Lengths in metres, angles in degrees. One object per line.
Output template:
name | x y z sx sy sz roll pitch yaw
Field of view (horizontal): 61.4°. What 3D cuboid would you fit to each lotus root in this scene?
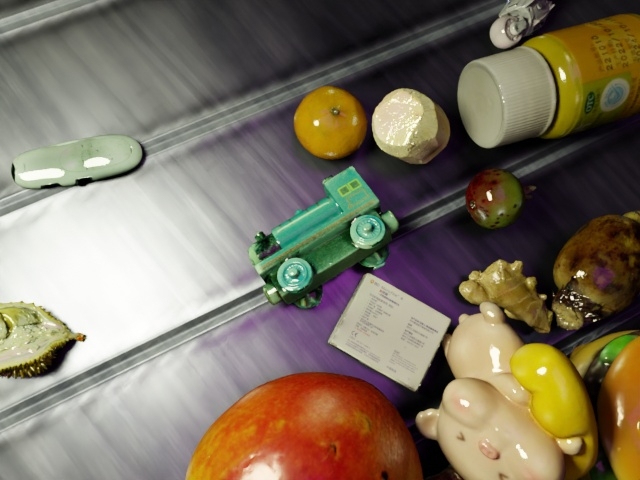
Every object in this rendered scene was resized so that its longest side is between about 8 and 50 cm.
lotus root | 0.591 0.046 1.121 0.169 0.141 0.314 40 75 -1

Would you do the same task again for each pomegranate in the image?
pomegranate | 0.380 -0.100 1.139 0.129 0.129 0.159 44 69 4

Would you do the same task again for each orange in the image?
orange | 0.023 -0.248 1.130 0.156 0.124 0.156 1 76 -3

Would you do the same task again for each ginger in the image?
ginger | 0.399 0.106 1.115 0.205 0.081 0.115 25 87 -1

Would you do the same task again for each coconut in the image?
coconut | 0.193 -0.238 1.141 0.147 0.152 0.147 -2 86 28

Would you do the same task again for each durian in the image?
durian | -0.544 0.182 0.989 0.208 0.102 0.146 -1 57 -32

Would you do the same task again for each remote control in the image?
remote control | -0.493 -0.160 1.090 0.256 0.045 0.097 -14 79 -7

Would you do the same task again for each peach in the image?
peach | -0.014 0.389 0.874 0.388 0.388 0.388 1 77 -6

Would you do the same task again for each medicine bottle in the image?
medicine bottle | 0.141 0.182 1.084 0.201 0.052 0.171 28 76 1
medicine bottle | 0.510 -0.334 1.155 0.384 0.224 0.224 -16 80 -11

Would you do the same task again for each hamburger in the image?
hamburger | 0.647 0.354 0.990 0.396 0.277 0.396 1 76 -6

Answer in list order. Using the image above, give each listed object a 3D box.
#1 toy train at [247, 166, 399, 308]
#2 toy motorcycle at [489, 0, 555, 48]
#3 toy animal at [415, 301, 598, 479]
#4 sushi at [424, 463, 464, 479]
toy train | 0.000 0.000 1.074 0.298 0.120 0.194 -31 63 -5
toy motorcycle | 0.491 -0.543 1.275 0.112 0.112 0.254 35 74 2
toy animal | 0.295 0.284 0.926 0.247 0.277 0.345 -25 60 -13
sushi | 0.336 0.494 1.005 0.332 0.130 0.124 20 81 4
